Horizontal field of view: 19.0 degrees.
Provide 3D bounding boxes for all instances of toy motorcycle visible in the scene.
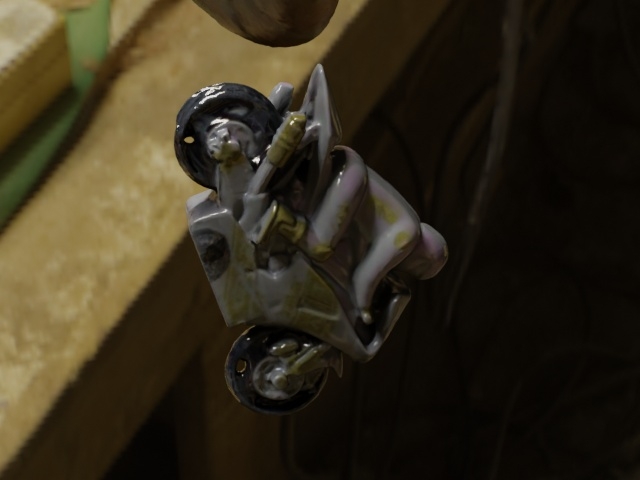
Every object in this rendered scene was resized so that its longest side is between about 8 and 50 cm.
[{"bbox_3d":[0.000,0.000,1.163,0.152,0.225,0.073,-13,25,-4],"label":"toy motorcycle"}]

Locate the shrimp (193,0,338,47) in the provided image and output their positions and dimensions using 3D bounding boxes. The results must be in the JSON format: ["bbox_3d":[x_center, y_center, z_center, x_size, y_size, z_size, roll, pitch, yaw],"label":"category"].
[{"bbox_3d":[-0.064,-0.208,0.923,0.198,0.262,0.051,36,61,16],"label":"shrimp"}]
